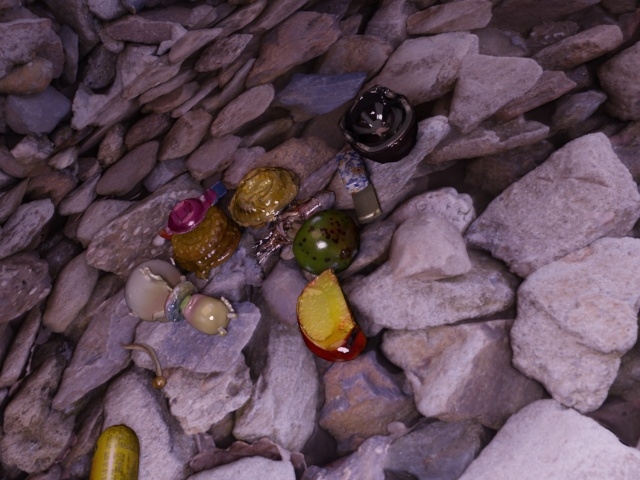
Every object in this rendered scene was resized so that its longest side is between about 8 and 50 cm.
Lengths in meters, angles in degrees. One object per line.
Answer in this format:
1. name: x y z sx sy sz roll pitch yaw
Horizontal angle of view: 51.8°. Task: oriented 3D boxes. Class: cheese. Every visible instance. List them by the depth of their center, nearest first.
1. cheese: -0.413 -0.105 2.182 0.244 0.062 0.155 -39 48 -4

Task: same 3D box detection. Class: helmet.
1. helmet: 0.206 -0.341 2.100 0.225 0.177 0.305 -40 48 4

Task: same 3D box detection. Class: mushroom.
1. mushroom: -0.546 0.367 2.049 0.068 0.043 0.306 -25 34 -26

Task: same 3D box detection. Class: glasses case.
1. glasses case: 0.103 -0.232 2.134 0.086 0.065 0.248 -23 32 6

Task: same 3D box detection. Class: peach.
1. peach: 0.032 0.229 1.706 0.158 0.154 0.267 -31 49 4

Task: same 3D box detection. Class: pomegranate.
1. pomegranate: 0.000 0.000 1.908 0.247 0.202 0.202 28 71 42

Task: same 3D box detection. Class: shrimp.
1. shrimp: -0.090 -0.044 2.067 0.343 0.116 0.145 -38 18 2

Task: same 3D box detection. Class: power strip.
1. power strip: 0.142 -0.112 2.040 0.076 0.028 0.169 -24 41 12

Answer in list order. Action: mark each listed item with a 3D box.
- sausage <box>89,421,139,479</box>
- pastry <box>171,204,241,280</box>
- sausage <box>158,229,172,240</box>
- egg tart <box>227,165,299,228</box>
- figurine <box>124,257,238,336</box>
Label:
1. sausage: -0.544 0.633 1.733 0.123 0.123 0.347 -24 43 13
2. pastry: -0.399 -0.011 2.225 0.240 0.132 0.235 25 67 45
3. sausage: -0.550 -0.017 2.405 0.129 0.034 0.034 19 64 42
4. egg tart: -0.202 -0.164 2.267 0.278 0.095 0.279 -18 43 18
5. figurine: -0.432 0.177 2.003 0.394 0.275 0.227 23 69 24
